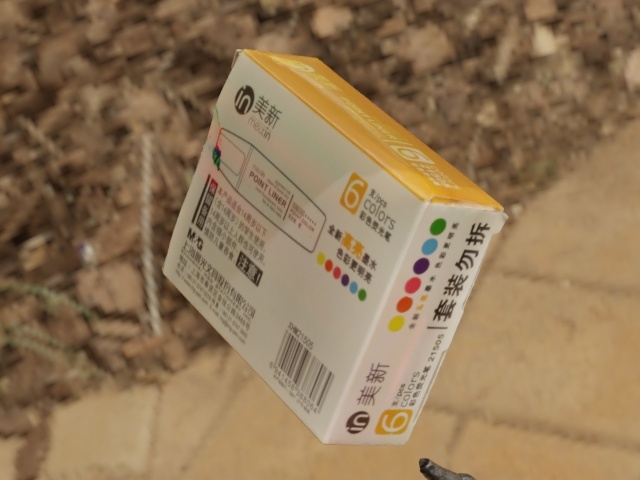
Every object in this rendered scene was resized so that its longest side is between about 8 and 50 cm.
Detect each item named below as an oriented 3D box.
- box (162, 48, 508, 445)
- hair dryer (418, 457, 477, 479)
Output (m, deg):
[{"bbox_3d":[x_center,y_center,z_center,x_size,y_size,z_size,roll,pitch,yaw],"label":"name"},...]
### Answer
[{"bbox_3d":[0.000,0.000,1.540,0.091,0.221,0.274,4,28,-39],"label":"box"},{"bbox_3d":[0.158,0.207,1.474,0.173,0.195,0.050,-28,37,12],"label":"hair dryer"}]
